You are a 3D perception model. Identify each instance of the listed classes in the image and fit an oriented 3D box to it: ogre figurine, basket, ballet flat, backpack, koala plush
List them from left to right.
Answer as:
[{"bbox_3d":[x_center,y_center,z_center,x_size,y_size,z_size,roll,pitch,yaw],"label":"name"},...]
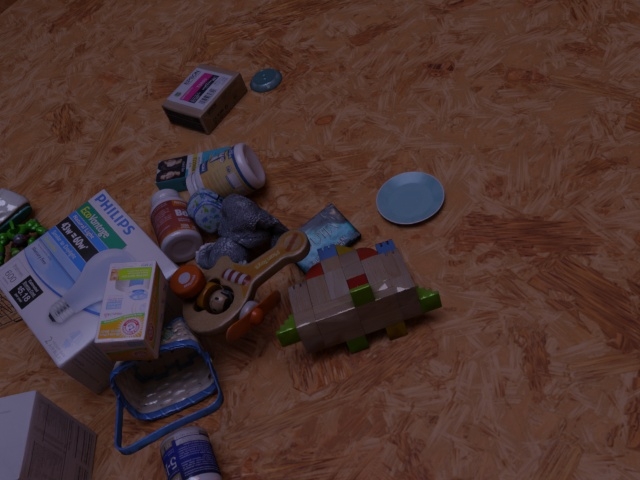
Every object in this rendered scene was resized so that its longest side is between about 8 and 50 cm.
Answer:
[{"bbox_3d":[-1.101,-0.014,2.068,0.139,0.139,0.400,22,59,30],"label":"ballet flat"},{"bbox_3d":[-0.930,0.000,2.039,0.197,0.097,0.118,-36,62,3],"label":"ogre figurine"},{"bbox_3d":[-0.365,0.336,1.524,0.254,0.201,0.289,-26,40,-4],"label":"basket"},{"bbox_3d":[-0.319,-0.087,1.852,0.105,0.114,0.084,-49,18,20],"label":"backpack"},{"bbox_3d":[-0.226,0.007,1.761,0.196,0.203,0.221,29,81,26],"label":"koala plush"}]

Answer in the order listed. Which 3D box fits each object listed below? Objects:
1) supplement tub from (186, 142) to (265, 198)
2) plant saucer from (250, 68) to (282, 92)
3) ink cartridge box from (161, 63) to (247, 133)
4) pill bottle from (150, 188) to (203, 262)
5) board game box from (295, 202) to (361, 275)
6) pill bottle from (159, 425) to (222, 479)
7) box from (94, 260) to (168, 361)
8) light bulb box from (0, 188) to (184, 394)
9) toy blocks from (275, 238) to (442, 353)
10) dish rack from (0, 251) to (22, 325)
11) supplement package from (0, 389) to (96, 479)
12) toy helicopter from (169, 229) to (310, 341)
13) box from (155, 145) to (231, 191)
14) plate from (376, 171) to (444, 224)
[{"bbox_3d":[-0.279,-0.183,1.926,0.199,0.144,0.144,-26,48,15],"label":"supplement tub"},{"bbox_3d":[-0.194,-0.566,2.293,0.119,0.021,0.119,-9,51,11],"label":"plant saucer"},{"bbox_3d":[-0.400,-0.492,2.258,0.193,0.088,0.235,20,62,28],"label":"ink cartridge box"},{"bbox_3d":[-0.424,-0.049,1.897,0.121,0.121,0.216,-27,51,-4],"label":"pill bottle"},{"bbox_3d":[0.000,0.000,1.757,0.186,0.026,0.126,-39,74,-14],"label":"board game box"},{"bbox_3d":[-0.274,0.511,1.417,0.112,0.112,0.187,-27,50,-4],"label":"pill bottle"},{"bbox_3d":[-0.420,0.159,1.472,0.114,0.103,0.203,-3,56,4],"label":"box"},{"bbox_3d":[-0.570,0.128,1.703,0.361,0.225,0.358,-42,65,-15],"label":"light bulb box"},{"bbox_3d":[0.069,0.109,1.604,0.381,0.191,0.261,-20,38,2],"label":"toy blocks"},{"bbox_3d":[-0.967,0.174,1.928,0.271,0.074,0.208,-24,49,-1],"label":"dish rack"},{"bbox_3d":[-0.662,0.493,1.456,0.199,0.263,0.198,-13,51,8],"label":"supplement package"},{"bbox_3d":[-0.167,0.103,1.563,0.355,0.140,0.235,-36,49,-6],"label":"toy helicopter"},{"bbox_3d":[-0.392,-0.220,2.060,0.244,0.060,0.101,-11,51,9],"label":"box"},{"bbox_3d":[0.246,-0.113,1.797,0.188,0.024,0.188,-8,51,10],"label":"plate"}]
